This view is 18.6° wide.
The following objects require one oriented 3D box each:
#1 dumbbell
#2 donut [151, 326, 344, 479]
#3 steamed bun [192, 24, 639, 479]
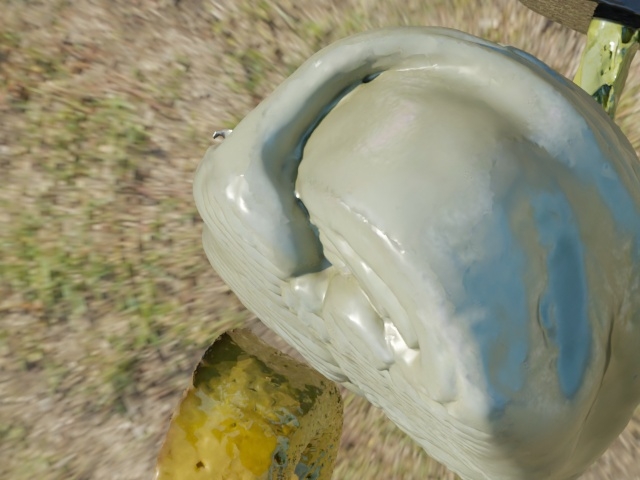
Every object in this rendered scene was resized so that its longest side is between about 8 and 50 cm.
[{"bbox_3d":[0.240,-0.111,1.777,0.204,0.204,0.322,19,89,4],"label":"dumbbell"},{"bbox_3d":[-0.066,0.221,1.729,0.108,0.277,0.277,18,92,15],"label":"donut"},{"bbox_3d":[0.095,-0.004,1.342,0.342,0.367,0.255,40,83,9],"label":"steamed bun"}]
